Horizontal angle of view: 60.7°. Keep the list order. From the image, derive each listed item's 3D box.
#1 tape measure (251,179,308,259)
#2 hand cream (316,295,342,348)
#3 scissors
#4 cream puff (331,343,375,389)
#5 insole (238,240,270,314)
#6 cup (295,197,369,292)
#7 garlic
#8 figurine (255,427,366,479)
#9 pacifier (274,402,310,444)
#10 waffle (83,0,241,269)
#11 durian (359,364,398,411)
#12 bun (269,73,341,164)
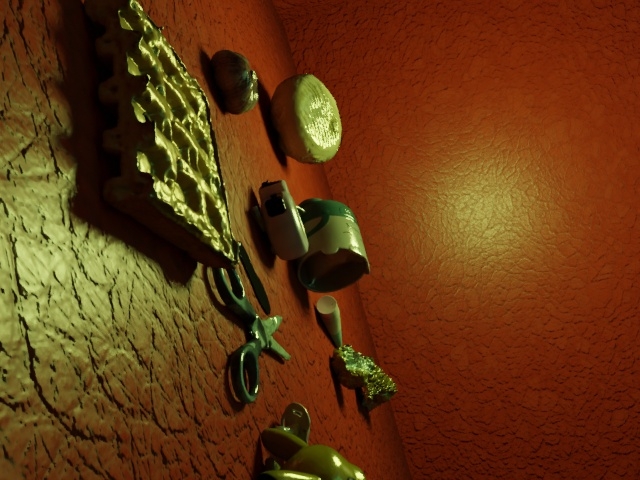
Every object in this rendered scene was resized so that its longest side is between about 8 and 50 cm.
[{"bbox_3d":[-0.102,-0.040,1.390,0.178,0.105,0.196,-107,179,-67],"label":"tape measure"},{"bbox_3d":[0.039,0.288,1.906,0.312,0.070,0.111,77,0,-56],"label":"hand cream"},{"bbox_3d":[-0.115,0.183,1.060,0.383,0.029,0.256,54,21,-71],"label":"scissors"},{"bbox_3d":[0.097,0.422,1.789,0.156,0.121,0.156,22,37,-18],"label":"cream puff"},{"bbox_3d":[-0.141,0.083,1.171,0.064,0.004,0.188,-93,164,-62],"label":"insole"},{"bbox_3d":[0.000,0.000,1.697,0.290,0.219,0.257,26,37,-35],"label":"cup"},{"bbox_3d":[-0.206,-0.394,1.359,0.147,0.102,0.159,-3,77,-84],"label":"garlic"},{"bbox_3d":[0.002,0.442,0.858,0.218,0.169,0.326,-150,-136,-78],"label":"figurine"},{"bbox_3d":[-0.060,0.353,1.015,0.078,0.081,0.099,2,92,-48],"label":"pacifier"},{"bbox_3d":[-0.221,-0.145,0.815,0.304,0.077,0.348,58,17,-67],"label":"waffle"},{"bbox_3d":[0.206,0.589,2.197,0.172,0.166,0.306,44,-7,17],"label":"durian"},{"bbox_3d":[-0.070,-0.444,2.026,0.362,0.234,0.326,-77,147,-43],"label":"bun"}]
